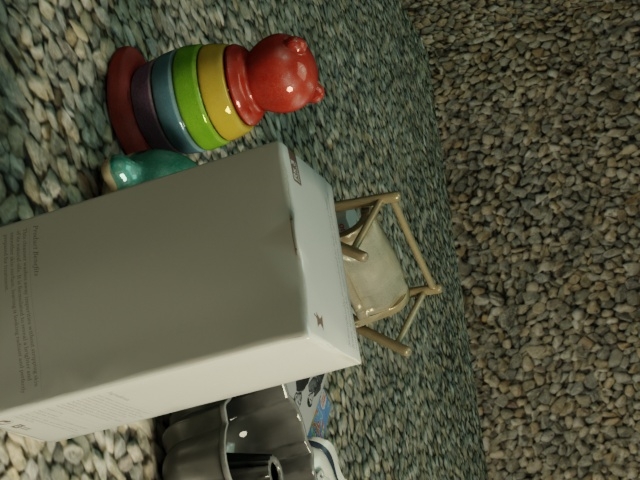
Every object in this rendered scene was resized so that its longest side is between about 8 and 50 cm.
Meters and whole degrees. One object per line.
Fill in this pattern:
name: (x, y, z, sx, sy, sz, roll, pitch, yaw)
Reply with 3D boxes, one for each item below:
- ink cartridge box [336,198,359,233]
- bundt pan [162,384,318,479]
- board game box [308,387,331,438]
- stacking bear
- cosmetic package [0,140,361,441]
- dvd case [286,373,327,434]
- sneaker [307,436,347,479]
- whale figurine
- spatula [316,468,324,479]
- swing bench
ink cartridge box: (0.000, 0.000, 2.411, 0.063, 0.150, 0.109, -79, 151, -56)
bundt pan: (-0.115, 0.333, 1.800, 0.331, 0.124, 0.331, -15, 90, -73)
board game box: (-0.042, 0.252, 2.265, 0.160, 0.039, 0.212, -74, 145, -59)
stacking bear: (-0.141, -0.214, 1.869, 0.164, 0.288, 0.175, -75, 148, -59)
cosmetic package: (-0.169, 0.062, 1.378, 0.156, 0.384, 0.217, 41, 39, -63)
dvd case: (-0.059, 0.241, 2.133, 0.179, 0.029, 0.239, 59, 37, -37)
sneaker: (0.004, 0.440, 2.216, 0.235, 0.090, 0.095, 62, 33, -29)
whale figurine: (-0.215, -0.018, 1.725, 0.272, 0.141, 0.216, -65, 139, -64)
spatula: (-0.064, 0.386, 2.032, 0.168, 0.019, 0.242, 64, 35, -21)
swing bench: (0.039, 0.049, 2.284, 0.165, 0.254, 0.253, -59, 139, -34)
